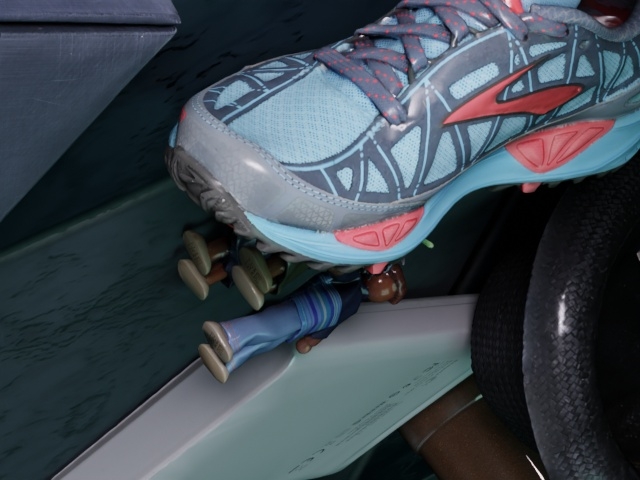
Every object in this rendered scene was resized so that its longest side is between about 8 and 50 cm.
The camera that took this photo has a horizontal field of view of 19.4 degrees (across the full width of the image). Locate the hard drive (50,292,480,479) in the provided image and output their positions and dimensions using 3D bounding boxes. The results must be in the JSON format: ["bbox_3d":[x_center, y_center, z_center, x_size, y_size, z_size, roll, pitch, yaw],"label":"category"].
[{"bbox_3d":[-0.012,0.106,1.207,0.203,0.040,0.307,-39,161,25],"label":"hard drive"}]

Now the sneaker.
[{"bbox_3d":[0.048,-0.079,0.740,0.262,0.104,0.125,-22,144,-41],"label":"sneaker"}]

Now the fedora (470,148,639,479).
[{"bbox_3d":[0.215,0.067,1.211,0.334,0.334,0.152,-17,-168,-38],"label":"fedora"}]

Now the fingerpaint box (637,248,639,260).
[{"bbox_3d":[0.424,-0.117,0.988,0.445,0.163,0.371,-32,169,-46],"label":"fingerpaint box"}]

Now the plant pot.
[{"bbox_3d":[0.159,0.160,1.439,0.167,0.165,0.167,-29,164,-9],"label":"plant pot"}]

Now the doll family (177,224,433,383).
[{"bbox_3d":[0.000,0.000,0.885,0.111,0.076,0.193,-28,168,-26],"label":"doll family"}]

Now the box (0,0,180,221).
[{"bbox_3d":[-0.177,-0.013,0.555,0.232,0.059,0.183,-42,162,32],"label":"box"}]
